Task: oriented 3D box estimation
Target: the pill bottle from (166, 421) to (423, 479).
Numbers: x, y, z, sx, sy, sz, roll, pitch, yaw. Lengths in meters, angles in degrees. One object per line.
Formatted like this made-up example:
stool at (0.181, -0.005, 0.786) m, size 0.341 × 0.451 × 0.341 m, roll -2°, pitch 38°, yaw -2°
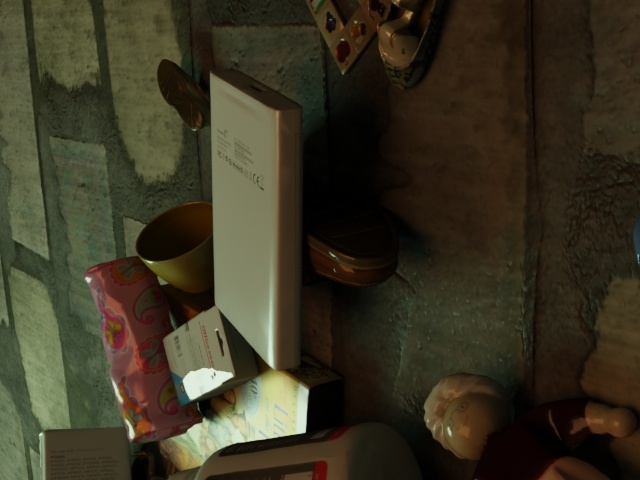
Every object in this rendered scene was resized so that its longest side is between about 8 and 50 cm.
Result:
pill bottle at (-0.046, 0.326, 1.216) m, size 0.318 × 0.176 × 0.176 m, roll -16°, pitch 86°, yaw 34°

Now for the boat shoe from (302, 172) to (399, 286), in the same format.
boat shoe at (0.000, 0.000, 1.209) m, size 0.307 × 0.110 × 0.105 m, roll 38°, pitch 134°, yaw 56°

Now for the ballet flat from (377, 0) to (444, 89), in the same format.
ballet flat at (0.089, -0.236, 1.030) m, size 0.070 × 0.070 × 0.188 m, roll 47°, pitch 136°, yaw 37°

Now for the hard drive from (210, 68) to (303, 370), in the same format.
hard drive at (-0.078, -0.029, 1.182) m, size 0.203 × 0.040 × 0.308 m, roll 38°, pitch 133°, yaw 56°

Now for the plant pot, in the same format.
plant pot at (-0.190, 0.020, 1.474) m, size 0.134 × 0.134 × 0.095 m, roll 29°, pitch 151°, yaw 48°

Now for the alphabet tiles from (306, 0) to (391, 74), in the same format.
alphabet tiles at (0.041, -0.336, 1.123) m, size 0.237 × 0.009 × 0.198 m, roll -47°, pitch 62°, yaw 50°

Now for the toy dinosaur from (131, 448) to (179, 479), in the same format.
toy dinosaur at (-0.279, 0.429, 1.773) m, size 0.118 × 0.064 × 0.268 m, roll 22°, pitch 113°, yaw 47°

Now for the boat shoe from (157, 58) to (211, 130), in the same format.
boat shoe at (-0.193, -0.211, 1.460) m, size 0.135 × 0.045 × 0.050 m, roll 57°, pitch 130°, yaw 24°

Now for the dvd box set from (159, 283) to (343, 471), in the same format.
dvd box set at (-0.119, 0.267, 1.486) m, size 0.420 × 0.062 × 0.308 m, roll 26°, pitch 120°, yaw 49°

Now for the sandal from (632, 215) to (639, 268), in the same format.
sandal at (0.311, 0.122, 0.782) m, size 0.138 × 0.126 × 0.318 m, roll -34°, pitch 71°, yaw 58°

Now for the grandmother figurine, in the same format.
grandmother figurine at (0.212, 0.230, 0.934) m, size 0.104 × 0.208 × 0.342 m, roll 47°, pitch 177°, yaw -38°

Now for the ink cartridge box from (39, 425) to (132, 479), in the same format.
ink cartridge box at (-0.415, 0.562, 1.788) m, size 0.279 × 0.160 × 0.385 m, roll 109°, pitch 155°, yaw -49°

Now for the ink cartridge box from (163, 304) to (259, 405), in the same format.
ink cartridge box at (-0.145, 0.156, 1.386) m, size 0.180 × 0.060 × 0.104 m, roll -32°, pitch 70°, yaw 52°

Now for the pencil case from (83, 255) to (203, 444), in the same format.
pencil case at (-0.266, 0.160, 1.515) m, size 0.124 × 0.124 × 0.284 m, roll -38°, pitch 67°, yaw 53°
